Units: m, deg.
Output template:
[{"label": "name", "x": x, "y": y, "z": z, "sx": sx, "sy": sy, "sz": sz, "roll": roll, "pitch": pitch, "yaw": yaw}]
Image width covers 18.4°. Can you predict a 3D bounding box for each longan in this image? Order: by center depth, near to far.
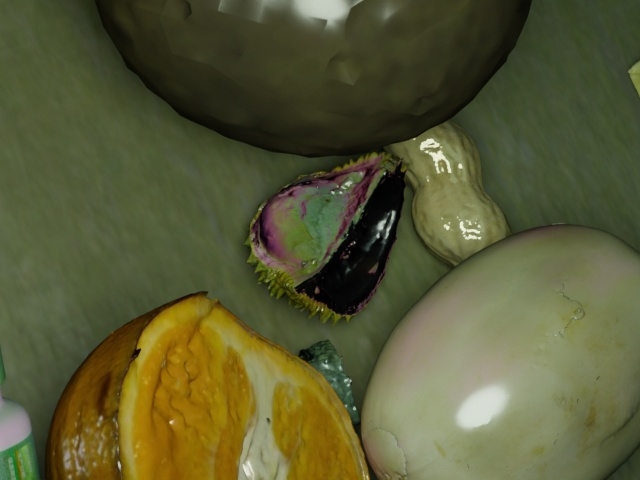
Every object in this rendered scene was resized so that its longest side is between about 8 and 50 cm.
[{"label": "longan", "x": -0.003, "y": -0.260, "z": 1.661, "sx": 0.391, "sy": 0.391, "sz": 0.391, "roll": 7, "pitch": 70, "yaw": -19}]

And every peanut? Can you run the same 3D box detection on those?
[{"label": "peanut", "x": 0.113, "y": -0.050, "z": 1.800, "sx": 0.082, "sy": 0.082, "sz": 0.187, "roll": -17, "pitch": 78, "yaw": -25}]

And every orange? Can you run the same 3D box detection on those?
[{"label": "orange", "x": -0.085, "y": 0.185, "z": 1.532, "sx": 0.274, "sy": 0.310, "sz": 0.274, "roll": -1, "pitch": 70, "yaw": 2}]

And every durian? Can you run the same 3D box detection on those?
[{"label": "durian", "x": -0.003, "y": -0.002, "z": 1.743, "sx": 0.108, "sy": 0.119, "sz": 0.186, "roll": 17, "pitch": 57, "yaw": 26}]

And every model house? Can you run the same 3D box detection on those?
[{"label": "model house", "x": -0.015, "y": 0.135, "z": 1.704, "sx": 0.083, "sy": 0.066, "sz": 0.078, "roll": -20, "pitch": 91, "yaw": -8}]

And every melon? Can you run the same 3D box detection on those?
[{"label": "melon", "x": 0.175, "y": 0.115, "z": 1.683, "sx": 0.317, "sy": 0.223, "sz": 0.223, "roll": -38, "pitch": 88, "yaw": -26}]

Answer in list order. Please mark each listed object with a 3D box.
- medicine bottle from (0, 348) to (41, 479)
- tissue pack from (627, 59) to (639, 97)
[{"label": "medicine bottle", "x": -0.271, "y": 0.205, "z": 1.483, "sx": 0.133, "sy": 0.133, "sz": 0.274, "roll": -14, "pitch": 102, "yaw": -24}, {"label": "tissue pack", "x": 0.427, "y": -0.104, "z": 1.910, "sx": 0.159, "sy": 0.125, "sz": 0.234, "roll": -21, "pitch": 82, "yaw": -24}]
